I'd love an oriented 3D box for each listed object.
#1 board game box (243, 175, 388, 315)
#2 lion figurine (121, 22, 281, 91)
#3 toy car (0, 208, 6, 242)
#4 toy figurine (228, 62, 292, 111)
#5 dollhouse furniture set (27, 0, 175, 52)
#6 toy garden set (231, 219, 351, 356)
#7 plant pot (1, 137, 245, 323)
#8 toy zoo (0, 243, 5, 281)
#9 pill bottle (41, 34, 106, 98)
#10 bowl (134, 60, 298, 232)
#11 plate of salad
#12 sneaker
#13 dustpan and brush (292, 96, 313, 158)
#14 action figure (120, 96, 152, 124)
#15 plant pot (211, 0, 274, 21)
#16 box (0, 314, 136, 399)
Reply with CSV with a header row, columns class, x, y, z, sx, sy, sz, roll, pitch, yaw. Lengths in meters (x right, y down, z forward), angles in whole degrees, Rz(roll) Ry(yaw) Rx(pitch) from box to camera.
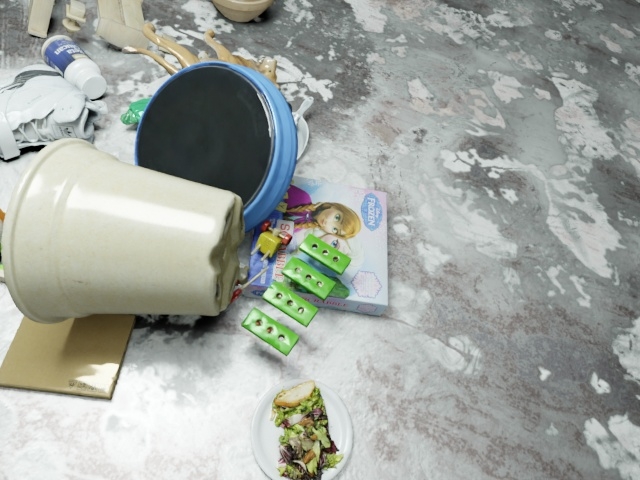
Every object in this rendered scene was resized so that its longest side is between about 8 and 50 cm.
class,x,y,z,sx,sy,sz,roll,pitch,yaw
board game box,0.000,0.000,1.099,0.317,0.066,0.319,9,58,-8
lion figurine,-0.289,-0.441,1.223,0.240,0.142,0.392,48,42,8
toy car,-0.689,-0.040,0.857,0.237,0.210,0.219,-9,50,-12
toy figurine,-0.190,-0.302,1.151,0.148,0.213,0.210,37,98,15
dollhouse furniture set,-0.646,-0.664,1.374,0.355,0.174,0.304,7,53,-39
toy garden set,-0.085,0.086,0.961,0.203,0.049,0.244,31,63,11
plant pot,-0.308,0.006,0.835,0.305,0.334,0.334,9,56,1
toy zoo,-0.572,-0.032,1.001,0.192,0.030,0.293,16,56,-3
pill bottle,-0.637,-0.448,1.211,0.169,0.094,0.094,44,59,15
bowl,-0.240,-0.198,1.012,0.390,0.077,0.392,-1,88,21
plate of salad,-0.032,0.358,0.877,0.199,0.048,0.200,7,57,-11
sneaker,-0.667,-0.257,1.055,0.210,0.137,0.366,25,52,6
dustpan and brush,-0.078,-0.324,1.290,0.147,0.060,0.211,30,56,6
action figure,-0.407,-0.341,1.215,0.232,0.064,0.137,-22,63,-32
plant pot,-0.263,-0.797,1.517,0.237,0.110,0.238,6,57,-9
box,-0.474,0.204,0.881,0.201,0.021,0.165,10,56,-7
